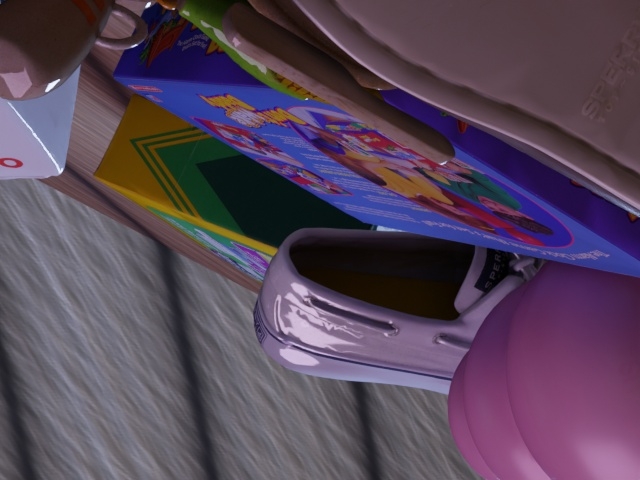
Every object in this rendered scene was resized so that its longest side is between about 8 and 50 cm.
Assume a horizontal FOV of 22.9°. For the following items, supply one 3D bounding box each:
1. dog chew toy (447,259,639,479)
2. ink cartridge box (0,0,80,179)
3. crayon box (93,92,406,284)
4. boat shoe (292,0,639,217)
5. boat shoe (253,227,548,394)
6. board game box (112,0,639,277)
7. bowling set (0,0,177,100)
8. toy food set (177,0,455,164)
[{"bbox_3d":[0.194,0.102,1.099,0.207,0.206,0.332,27,159,-13],"label":"dog chew toy"},{"bbox_3d":[-0.308,-0.151,1.082,0.201,0.117,0.278,0,156,13],"label":"ink cartridge box"},{"bbox_3d":[0.000,0.000,1.595,0.313,0.106,0.363,22,172,32],"label":"crayon box"},{"bbox_3d":[0.081,-0.093,0.606,0.324,0.116,0.097,31,-176,-12],"label":"boat shoe"},{"bbox_3d":[0.136,0.038,1.294,0.367,0.135,0.156,8,140,-6],"label":"boat shoe"},{"bbox_3d":[0.045,-0.076,0.983,0.233,0.078,0.347,29,172,-30],"label":"board game box"},{"bbox_3d":[-0.182,-0.209,0.690,0.287,0.154,0.199,27,130,6],"label":"bowling set"},{"bbox_3d":[-0.015,-0.108,0.640,0.132,0.038,0.192,28,-145,-35],"label":"toy food set"}]
